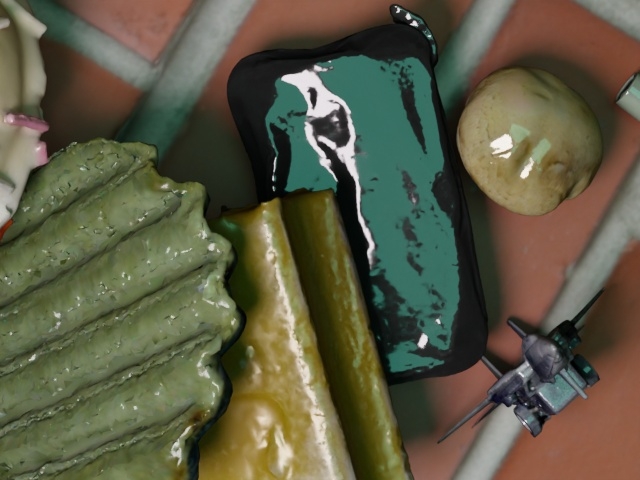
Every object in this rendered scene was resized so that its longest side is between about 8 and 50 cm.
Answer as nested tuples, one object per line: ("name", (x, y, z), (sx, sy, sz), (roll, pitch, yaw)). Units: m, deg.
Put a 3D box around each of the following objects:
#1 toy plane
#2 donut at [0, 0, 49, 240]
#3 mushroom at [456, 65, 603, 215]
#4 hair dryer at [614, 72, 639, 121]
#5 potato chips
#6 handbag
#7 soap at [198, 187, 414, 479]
("toy plane", (0.194, 0.113, 1.284), (0.212, 0.267, 0.088), (-42, 89, -5))
("donut", (-0.410, -0.109, 1.222), (0.382, 0.142, 0.383), (-3, 76, 11))
("mushroom", (0.188, -0.091, 1.358), (0.148, 0.148, 0.112), (43, 126, -5))
("hair dryer", (0.334, -0.162, 1.414), (0.063, 0.038, 0.124), (35, 81, -5))
("potato chips", (-0.238, 0.118, 1.214), (0.429, 0.070, 0.358), (-26, 63, 24))
("handbag", (0.033, -0.034, 1.342), (0.191, 0.075, 0.332), (-11, 94, 6))
("soap", (-0.080, 0.117, 1.286), (0.259, 0.143, 0.281), (-16, 94, 28))
